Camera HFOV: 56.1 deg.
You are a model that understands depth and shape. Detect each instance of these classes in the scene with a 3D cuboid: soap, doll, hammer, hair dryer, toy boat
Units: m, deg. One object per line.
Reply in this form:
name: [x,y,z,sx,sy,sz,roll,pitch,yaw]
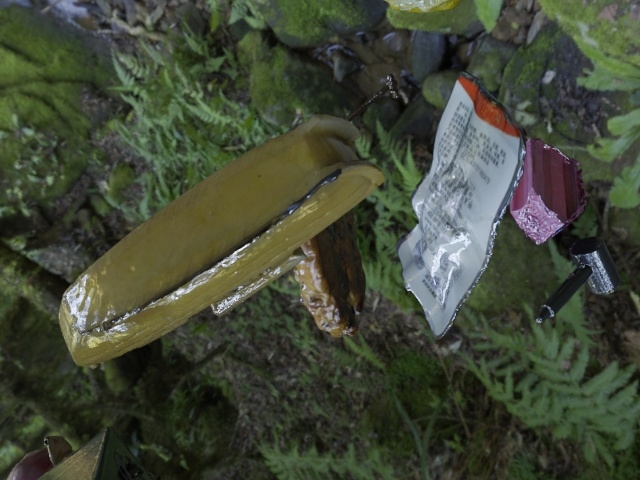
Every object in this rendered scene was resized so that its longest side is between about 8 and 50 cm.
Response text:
soap: [0.510,-0.107,1.354,0.162,0.250,0.099,32,135,-14]
doll: [-0.385,0.438,0.976,0.256,0.196,0.152,22,160,-15]
hammer: [0.097,-0.287,1.297,0.021,0.178,0.065,49,178,37]
hair dryer: [0.526,0.105,1.236,0.070,0.248,0.114,-7,118,58]
toy boat: [-0.090,0.009,0.525,0.089,0.321,0.121,57,-174,20]

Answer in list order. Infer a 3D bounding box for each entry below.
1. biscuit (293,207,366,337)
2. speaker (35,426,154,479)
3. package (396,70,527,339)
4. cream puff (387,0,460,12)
biscuit: [0.000,-0.003,0.984,0.081,0.289,0.334,-9,126,15]
speaker: [-0.270,0.417,0.759,0.254,0.184,0.232,57,171,-11]
package: [0.131,-0.032,0.587,0.040,0.166,0.232,6,123,-16]
cream puff: [0.183,-0.472,0.954,0.195,0.194,0.221,44,152,-12]
